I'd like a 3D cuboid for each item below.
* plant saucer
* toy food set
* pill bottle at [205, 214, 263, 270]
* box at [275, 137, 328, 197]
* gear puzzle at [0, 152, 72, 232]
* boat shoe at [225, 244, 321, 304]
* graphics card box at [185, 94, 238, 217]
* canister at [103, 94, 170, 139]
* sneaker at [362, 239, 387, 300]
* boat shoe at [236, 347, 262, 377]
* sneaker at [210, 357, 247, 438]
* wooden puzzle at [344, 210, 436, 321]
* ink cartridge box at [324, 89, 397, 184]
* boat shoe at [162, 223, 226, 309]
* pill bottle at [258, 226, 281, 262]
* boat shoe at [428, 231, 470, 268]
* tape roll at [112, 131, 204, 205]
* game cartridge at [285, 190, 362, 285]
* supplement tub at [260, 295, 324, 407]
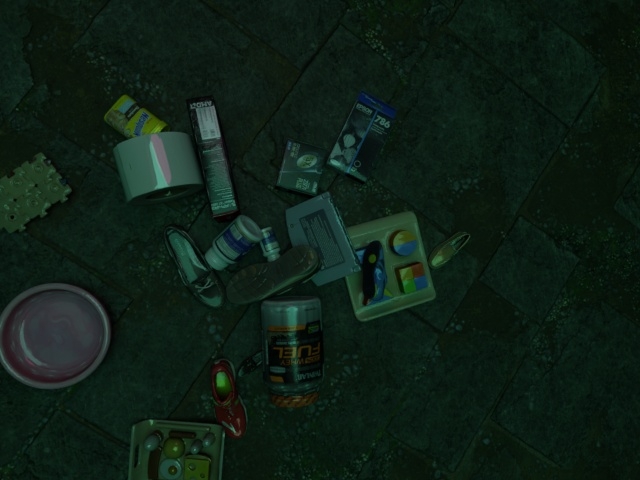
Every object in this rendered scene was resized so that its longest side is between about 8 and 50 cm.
[{"bbox_3d":[-0.839,0.299,1.334,0.333,0.084,0.331,0,88,-8],"label":"plant saucer"},{"bbox_3d":[-0.464,0.714,1.350,0.307,0.092,0.219,3,88,5],"label":"toy food set"},{"bbox_3d":[-0.295,0.012,1.398,0.187,0.112,0.112,-41,95,16],"label":"pill bottle"},{"bbox_3d":[-0.070,-0.254,1.481,0.148,0.077,0.179,15,85,-9],"label":"box"},{"bbox_3d":[-0.985,-0.121,1.350,0.339,0.044,0.175,-37,96,-6],"label":"gear puzzle"},{"bbox_3d":[-0.151,0.139,1.416,0.356,0.130,0.132,-22,60,14],"label":"boat shoe"},{"bbox_3d":[-0.342,-0.252,1.359,0.095,0.233,0.370,-14,89,-8],"label":"graphics card box"},{"bbox_3d":[-0.618,-0.391,1.400,0.170,0.073,0.126,37,82,-5],"label":"canister"},{"bbox_3d":[0.196,0.106,1.451,0.082,0.069,0.209,11,80,-43],"label":"sneaker"},{"bbox_3d":[-0.238,0.428,1.449,0.133,0.042,0.048,-40,96,-7],"label":"boat shoe"},{"bbox_3d":[-0.319,0.539,1.391,0.108,0.118,0.278,-16,91,-9],"label":"sneaker"},{"bbox_3d":[0.244,0.091,1.519,0.323,0.080,0.347,-16,90,-9],"label":"wooden puzzle"},{"bbox_3d":[0.158,-0.388,1.532,0.166,0.065,0.332,25,83,-7],"label":"ink cartridge box"},{"bbox_3d":[-0.431,0.094,1.401,0.112,0.095,0.334,-32,93,-9],"label":"boat shoe"},{"bbox_3d":[-0.181,0.017,1.459,0.067,0.067,0.120,-22,91,-9],"label":"pill bottle"},{"bbox_3d":[0.484,0.033,1.564,0.190,0.072,0.068,-45,95,-8],"label":"boat shoe"},{"bbox_3d":[-0.510,-0.225,1.325,0.247,0.246,0.168,-15,90,-9],"label":"tape roll"},{"bbox_3d":[0.000,0.000,1.458,0.198,0.062,0.296,-22,92,21],"label":"game cartridge"},{"bbox_3d":[-0.093,0.360,1.390,0.208,0.207,0.337,-3,89,-9],"label":"supplement tub"}]
